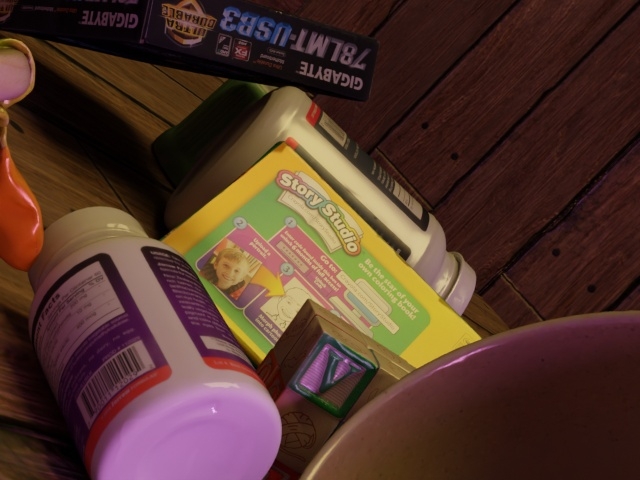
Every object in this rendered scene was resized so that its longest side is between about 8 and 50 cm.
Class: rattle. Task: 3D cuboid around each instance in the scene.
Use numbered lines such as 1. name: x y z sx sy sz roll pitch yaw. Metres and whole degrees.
1. rattle: -0.238 -0.042 0.711 0.130 0.143 0.199 16 17 14

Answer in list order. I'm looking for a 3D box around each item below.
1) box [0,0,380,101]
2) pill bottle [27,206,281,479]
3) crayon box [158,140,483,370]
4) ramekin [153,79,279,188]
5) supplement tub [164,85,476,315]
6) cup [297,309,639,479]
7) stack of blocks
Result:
1. box: -0.143 -0.211 1.363 0.295 0.073 0.293 8 3 -44
2. pill bottle: -0.107 0.065 0.782 0.108 0.108 0.193 37 12 -44
3. crayon box: 0.003 0.076 1.037 0.278 0.165 0.081 45 -36 4
4. ramekin: -0.039 -0.065 1.593 0.303 0.148 0.303 44 8 -8
5. supplement tub: 0.000 0.000 1.320 0.272 0.191 0.191 43 9 -11
6. cup: 0.161 0.232 0.739 0.331 0.331 0.237 -122 -170 -58
7. stack of blocks: 0.093 0.160 0.899 0.297 0.171 0.087 33 6 -12
